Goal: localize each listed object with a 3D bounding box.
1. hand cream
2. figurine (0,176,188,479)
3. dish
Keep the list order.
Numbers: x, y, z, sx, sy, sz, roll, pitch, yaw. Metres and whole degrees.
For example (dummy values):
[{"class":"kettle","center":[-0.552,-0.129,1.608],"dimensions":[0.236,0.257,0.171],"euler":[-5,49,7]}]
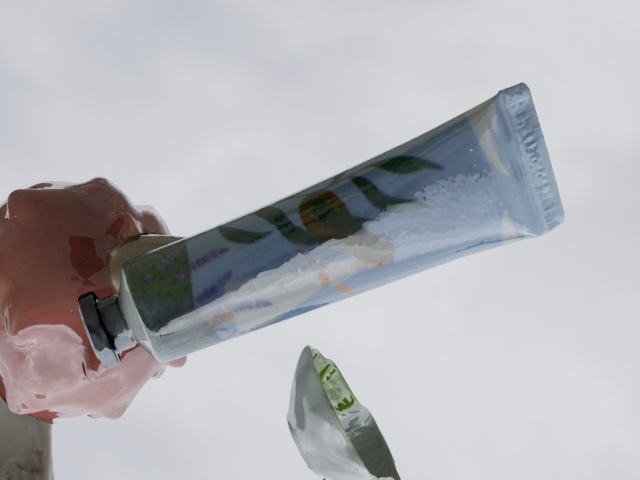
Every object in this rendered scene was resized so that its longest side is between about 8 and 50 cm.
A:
[{"class":"hand cream","center":[0.000,0.000,0.953],"dimensions":[0.271,0.091,0.058],"euler":[-21,-158,-3]},{"class":"figurine","center":[-0.173,0.051,1.122],"dimensions":[0.166,0.387,0.207],"euler":[-9,-109,-49]},{"class":"dish","center":[0.009,0.121,1.049],"dimensions":[0.039,0.137,0.091],"euler":[-28,-116,6]}]
